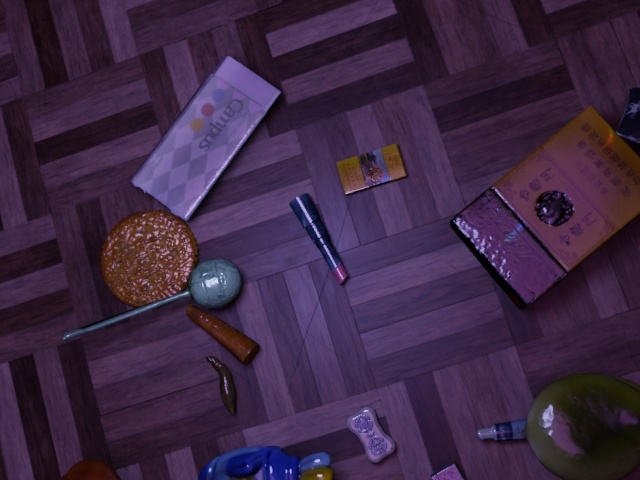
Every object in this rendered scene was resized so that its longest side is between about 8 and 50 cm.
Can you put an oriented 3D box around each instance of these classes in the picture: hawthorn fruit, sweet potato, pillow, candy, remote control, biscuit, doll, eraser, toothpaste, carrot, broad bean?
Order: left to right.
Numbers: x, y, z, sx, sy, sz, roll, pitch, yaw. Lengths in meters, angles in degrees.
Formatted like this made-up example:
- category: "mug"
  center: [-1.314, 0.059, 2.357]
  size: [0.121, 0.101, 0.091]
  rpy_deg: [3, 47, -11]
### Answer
- category: "hawthorn fruit"
  center: [-0.510, 0.634, 1.840]
  size: [0.243, 0.207, 0.207]
  rpy_deg: [37, 88, -14]
- category: "biscuit"
  center: [-0.427, 0.044, 1.988]
  size: [0.254, 0.035, 0.253]
  rpy_deg: [-1, 81, 9]
- category: "candy"
  center: [-0.397, 0.154, 1.899]
  size: [0.440, 0.119, 0.119]
  rpy_deg: [-20, 78, -3]
- category: "eraser"
  center: [-0.287, -0.257, 1.989]
  size: [0.213, 0.082, 0.396]
  rpy_deg: [35, 88, 12]
- category: "carrot"
  center: [-0.243, 0.216, 1.922]
  size: [0.210, 0.061, 0.061]
  rpy_deg: [34, 87, 19]
- category: "sweet potato"
  center: [-0.228, 0.339, 1.908]
  size: [0.041, 0.038, 0.153]
  rpy_deg: [-19, 76, -18]
- category: "doll"
  center: [-0.150, 0.591, 1.797]
  size: [0.376, 0.187, 0.365]
  rpy_deg: [24, 94, -11]
- category: "remote control"
  center: [0.116, 0.445, 1.838]
  size: [0.074, 0.032, 0.122]
  rpy_deg: [-35, 78, 2]
- category: "toothpaste"
  center: [0.457, 0.420, 1.787]
  size: [0.216, 0.037, 0.061]
  rpy_deg: [-6, 82, 2]
- category: "broad bean"
  center: [0.587, 0.402, 1.716]
  size: [0.291, 0.119, 0.237]
  rpy_deg: [-9, 80, 0]
- category: "pillow"
  center: [0.744, -0.272, 1.804]
  size: [0.141, 0.055, 0.208]
  rpy_deg: [23, 48, 8]

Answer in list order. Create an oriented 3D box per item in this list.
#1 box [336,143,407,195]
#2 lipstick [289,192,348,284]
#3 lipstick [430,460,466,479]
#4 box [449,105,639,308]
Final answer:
- category: "box"
  center: [0.123, -0.171, 1.942]
  size: [0.155, 0.023, 0.086]
  rpy_deg: [-17, 76, 5]
- category: "lipstick"
  center: [0.000, 0.000, 1.920]
  size: [0.054, 0.053, 0.234]
  rpy_deg: [-28, 80, 4]
- category: "lipstick"
  center: [0.350, 0.641, 1.751]
  size: [0.066, 0.068, 0.317]
  rpy_deg: [-31, 77, 3]
- category: "box"
  center: [0.530, -0.068, 1.814]
  size: [0.415, 0.116, 0.264]
  rpy_deg: [-38, 78, 1]
